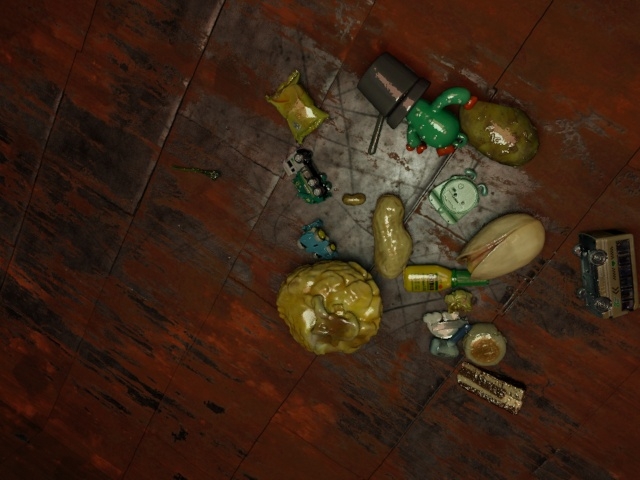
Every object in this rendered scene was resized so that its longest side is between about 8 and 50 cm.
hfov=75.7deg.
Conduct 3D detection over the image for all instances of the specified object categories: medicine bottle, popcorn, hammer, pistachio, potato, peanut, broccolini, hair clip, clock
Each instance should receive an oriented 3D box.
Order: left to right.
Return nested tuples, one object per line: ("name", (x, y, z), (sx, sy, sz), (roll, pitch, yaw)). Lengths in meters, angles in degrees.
("broccolini", (-0.515, -0.288, 1.685), (0.218, 0.042, 0.044), (15, 106, 11))
("popcorn", (0.043, 0.246, 1.550), (0.390, 0.354, 0.344), (35, 151, 36))
("potato", (0.127, -0.154, 1.569), (0.092, 0.046, 0.045), (-3, 67, 4))
("peanut", (0.268, -0.012, 1.526), (0.148, 0.147, 0.318), (-1, 100, 13))
("medicine bottle", (0.468, 0.142, 1.548), (0.309, 0.076, 0.111), (-3, 117, 12))
("hair clip", (0.488, 0.328, 1.604), (0.172, 0.049, 0.115), (-12, 96, 18))
("hammer", (0.507, 0.378, 1.567), (0.116, 0.069, 0.193), (19, 127, -17))
("clock", (0.494, -0.162, 1.474), (0.189, 0.060, 0.148), (-40, 92, 18))
("popcorn", (0.519, 0.228, 1.547), (0.097, 0.109, 0.089), (-28, 72, 56))
("potato", (0.586, -0.366, 1.361), (0.298, 0.141, 0.176), (39, 99, 1))
("pistachio", (0.624, 0.023, 1.424), (0.299, 0.187, 0.187), (-36, 94, 15))

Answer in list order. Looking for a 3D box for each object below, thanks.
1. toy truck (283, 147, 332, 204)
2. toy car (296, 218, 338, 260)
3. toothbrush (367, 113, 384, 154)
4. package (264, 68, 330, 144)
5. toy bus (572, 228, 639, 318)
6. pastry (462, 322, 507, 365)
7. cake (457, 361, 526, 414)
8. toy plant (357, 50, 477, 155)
("toy truck", (-0.055, -0.233, 1.560), (0.116, 0.110, 0.215), (-28, 96, 29))
("toy car", (0.000, 0.000, 1.624), (0.161, 0.098, 0.126), (37, 140, -27))
("toothbrush", (0.221, -0.452, 1.482), (0.030, 0.031, 0.297), (27, 112, 33))
("package", (-0.087, -0.487, 1.510), (0.168, 0.090, 0.226), (-36, 96, 20))
("toy bus", (0.973, 0.110, 1.394), (0.158, 0.139, 0.289), (-10, 98, 10))
("pastry", (0.623, 0.396, 1.569), (0.166, 0.088, 0.165), (2, 103, 11))
("cake", (0.679, 0.571, 1.624), (0.246, 0.135, 0.112), (20, 96, 37))
("toy plant", (0.321, -0.437, 1.354), (0.400, 0.185, 0.279), (42, 118, -2))
